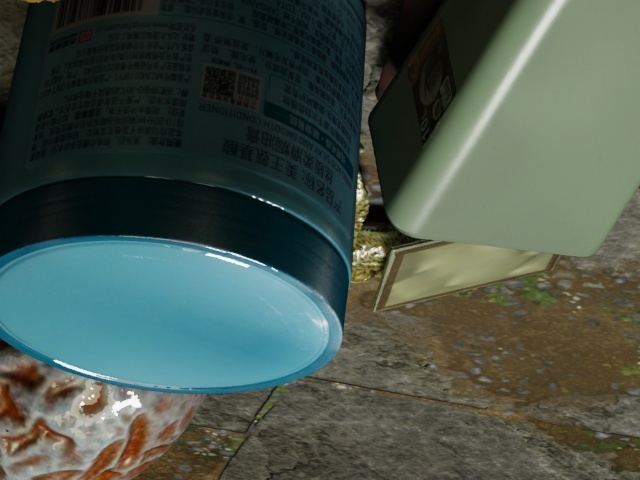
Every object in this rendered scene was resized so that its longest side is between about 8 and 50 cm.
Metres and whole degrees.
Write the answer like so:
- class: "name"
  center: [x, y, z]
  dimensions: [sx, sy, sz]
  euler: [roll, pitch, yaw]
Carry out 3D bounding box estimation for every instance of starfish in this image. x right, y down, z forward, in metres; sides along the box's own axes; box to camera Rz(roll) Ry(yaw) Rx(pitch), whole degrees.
- class: "starfish"
  center: [-0.001, 0.003, 2.136]
  dimensions: [0.357, 0.078, 0.347]
  euler: [-21, 146, 41]

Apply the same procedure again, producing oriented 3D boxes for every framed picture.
- class: "framed picture"
  center: [0.177, 0.021, 2.105]
  dimensions: [0.231, 0.010, 0.173]
  euler: [-12, 156, -13]

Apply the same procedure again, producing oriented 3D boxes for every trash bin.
- class: "trash bin"
  center: [0.208, -0.158, 1.618]
  dimensions: [0.222, 0.158, 0.343]
  euler: [6, 140, -19]

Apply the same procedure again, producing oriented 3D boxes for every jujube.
- class: "jujube"
  center: [-0.246, 0.142, 1.918]
  dimensions: [0.246, 0.215, 0.308]
  euler: [19, 140, -13]

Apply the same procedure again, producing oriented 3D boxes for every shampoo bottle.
- class: "shampoo bottle"
  center: [-0.128, -0.079, 1.693]
  dimensions: [0.331, 0.343, 0.331]
  euler: [4, 154, 2]

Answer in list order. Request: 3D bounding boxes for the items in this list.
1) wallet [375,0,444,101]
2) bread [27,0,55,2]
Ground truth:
- class: "wallet"
  center: [0.156, -0.189, 1.749]
  dimensions: [0.182, 0.049, 0.229]
  euler: [4, 151, -5]
- class: "bread"
  center: [-0.201, -0.289, 1.459]
  dimensions: [0.171, 0.192, 0.314]
  euler: [18, 150, -21]
